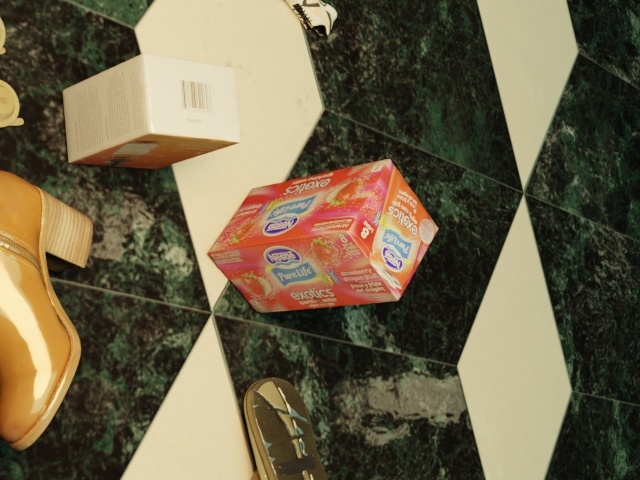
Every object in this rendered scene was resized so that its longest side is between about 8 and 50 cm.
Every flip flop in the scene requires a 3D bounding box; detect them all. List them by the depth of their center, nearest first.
[{"bbox_3d":[-0.052,0.317,1.324,0.112,0.080,0.277,0,68,-40],"label":"flip flop"}]

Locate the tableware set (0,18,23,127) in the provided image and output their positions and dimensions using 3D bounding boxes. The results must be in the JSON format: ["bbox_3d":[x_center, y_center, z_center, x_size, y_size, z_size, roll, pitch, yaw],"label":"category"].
[{"bbox_3d":[-0.392,-0.179,1.109,0.141,0.020,0.169,-21,97,-46],"label":"tableware set"}]

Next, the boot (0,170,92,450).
[{"bbox_3d":[-0.352,0.055,1.043,0.220,0.109,0.284,26,64,-40],"label":"boot"}]

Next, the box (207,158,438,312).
[{"bbox_3d":[0.000,0.000,1.292,0.123,0.256,0.128,52,52,-27],"label":"box"}]

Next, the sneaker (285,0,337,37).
[{"bbox_3d":[-0.019,-0.333,1.482,0.109,0.040,0.044,27,67,-38],"label":"sneaker"}]

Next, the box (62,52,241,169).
[{"bbox_3d":[-0.196,-0.144,1.186,0.130,0.170,0.091,0,82,-44],"label":"box"}]
